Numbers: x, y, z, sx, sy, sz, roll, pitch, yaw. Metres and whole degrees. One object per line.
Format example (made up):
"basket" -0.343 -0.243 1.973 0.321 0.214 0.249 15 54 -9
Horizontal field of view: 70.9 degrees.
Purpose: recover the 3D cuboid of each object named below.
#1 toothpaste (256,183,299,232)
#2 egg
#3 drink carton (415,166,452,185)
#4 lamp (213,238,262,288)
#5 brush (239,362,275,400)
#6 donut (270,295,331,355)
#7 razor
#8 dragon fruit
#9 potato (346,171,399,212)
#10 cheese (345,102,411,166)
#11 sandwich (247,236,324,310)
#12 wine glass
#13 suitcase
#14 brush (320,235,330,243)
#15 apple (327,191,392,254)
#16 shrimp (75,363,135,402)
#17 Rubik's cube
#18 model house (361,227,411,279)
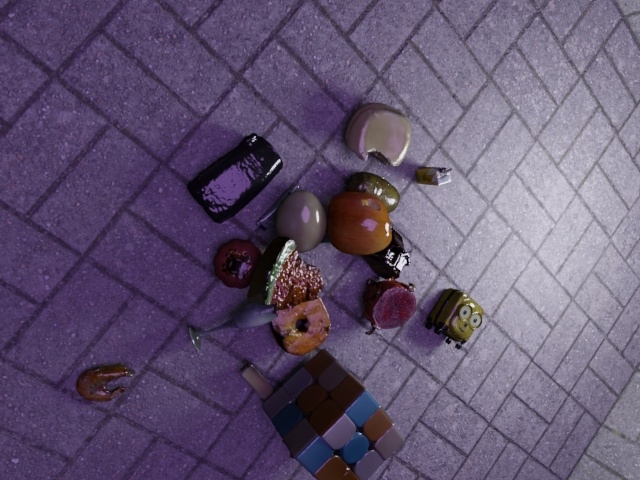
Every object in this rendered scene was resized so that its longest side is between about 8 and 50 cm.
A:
"toothpaste" -0.154 -0.125 1.687 0.062 0.037 0.216 40 86 -25
"egg" -0.071 -0.070 1.631 0.189 0.188 0.253 -15 134 -20
"drink carton" 0.478 -0.264 1.839 0.084 0.200 0.074 -15 106 -19
"lamp" -0.292 0.083 1.614 0.182 0.140 0.181 0 89 -5
"brush" -0.215 0.597 1.778 0.060 0.050 0.321 -41 119 -15
"donut" -0.082 0.316 1.745 0.254 0.118 0.253 -4 102 -21
"razor" -0.292 -0.221 1.574 0.327 0.107 0.189 -44 113 -11
"dragon fruit" 0.266 0.260 1.869 0.282 0.147 0.211 -46 116 5
"potato" 0.211 -0.187 1.792 0.251 0.113 0.149 20 83 -33
"cheese" 0.228 -0.403 1.752 0.266 0.127 0.233 18 92 -23
"sandwich" -0.122 0.138 1.610 0.301 0.162 0.250 31 71 -41
"wine glass" -0.338 0.219 1.601 0.310 0.096 0.264 -22 105 -6
"suitcase" 0.617 0.349 2.029 0.194 0.143 0.234 37 83 -23
"brush" 0.000 0.000 1.775 0.266 0.027 0.062 -7 87 -21
"apple" 0.148 -0.064 1.679 0.241 0.242 0.241 4 98 8
"shrimp" -0.733 0.487 1.543 0.188 0.051 0.132 -13 115 -13
"Rubik's cube" 0.045 0.696 1.718 0.344 0.347 0.346 -39 119 -13
"model house" 0.289 0.057 1.872 0.203 0.141 0.164 51 57 -42
